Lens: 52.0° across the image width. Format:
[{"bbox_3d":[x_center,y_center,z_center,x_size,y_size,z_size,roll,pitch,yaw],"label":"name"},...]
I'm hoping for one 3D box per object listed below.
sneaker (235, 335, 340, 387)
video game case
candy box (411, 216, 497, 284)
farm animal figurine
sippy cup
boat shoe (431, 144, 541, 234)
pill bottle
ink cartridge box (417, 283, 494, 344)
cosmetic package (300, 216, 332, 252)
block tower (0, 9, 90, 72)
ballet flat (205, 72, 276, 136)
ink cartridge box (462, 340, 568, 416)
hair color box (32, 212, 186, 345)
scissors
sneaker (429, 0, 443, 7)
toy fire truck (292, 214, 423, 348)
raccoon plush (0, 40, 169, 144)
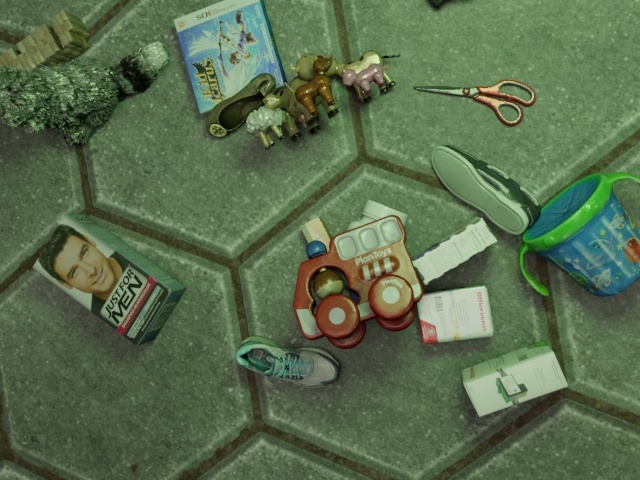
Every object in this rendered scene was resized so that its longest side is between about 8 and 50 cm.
[{"bbox_3d":[-0.091,0.330,1.709,0.283,0.122,0.110,10,93,11],"label":"sneaker"},{"bbox_3d":[-0.240,-0.499,1.755,0.244,0.061,0.269,-17,88,12],"label":"video game case"},{"bbox_3d":[0.323,0.022,1.599,0.196,0.165,0.070,-33,87,9],"label":"candy box"},{"bbox_3d":[-0.007,-0.387,1.636,0.327,0.330,0.172,-30,88,39],"label":"farm animal figurine"},{"bbox_3d":[0.632,0.003,1.520,0.224,0.305,0.240,46,57,-3],"label":"sippy cup"},{"bbox_3d":[0.406,-0.138,1.620,0.091,0.114,0.302,-35,73,-30],"label":"boat shoe"},{"bbox_3d":[0.118,0.042,1.647,0.152,0.152,0.272,22,95,10],"label":"pill bottle"},{"bbox_3d":[0.336,0.184,1.646,0.175,0.072,0.127,-8,89,11],"label":"ink cartridge box"},{"bbox_3d":[0.000,0.000,1.725,0.060,0.041,0.115,-30,85,11],"label":"cosmetic package"},{"bbox_3d":[-0.812,-0.508,1.852,0.335,0.097,0.091,-32,84,11],"label":"block tower"},{"bbox_3d":[-0.210,-0.343,1.713,0.250,0.084,0.058,-32,47,28],"label":"ballet flat"},{"bbox_3d":[0.462,0.330,1.580,0.219,0.160,0.092,-23,86,12],"label":"ink cartridge box"},{"bbox_3d":[-0.580,0.102,1.807,0.374,0.113,0.185,34,97,9],"label":"hair color box"},{"bbox_3d":[0.389,-0.382,1.655,0.297,0.021,0.109,23,98,11],"label":"scissors"},{"bbox_3d":[0.378,-0.672,1.625,0.267,0.101,0.106,-20,109,10],"label":"sneaker"},{"bbox_3d":[0.079,0.098,1.513,0.302,0.169,0.254,-20,69,3],"label":"toy fire truck"},{"bbox_3d":[-0.656,-0.436,1.717,0.446,0.299,0.216,-41,83,9],"label":"raccoon plush"}]
